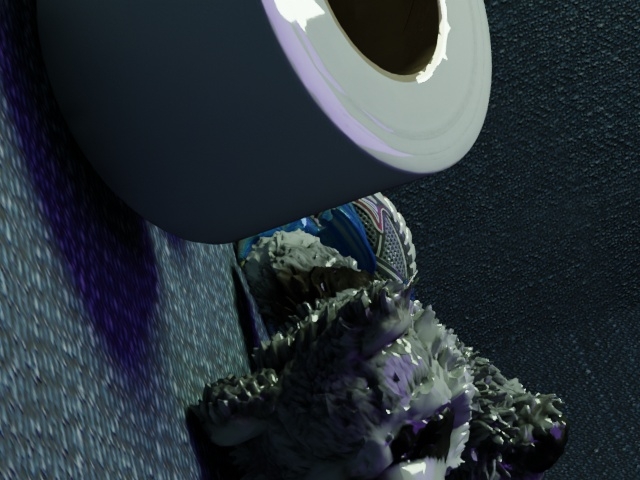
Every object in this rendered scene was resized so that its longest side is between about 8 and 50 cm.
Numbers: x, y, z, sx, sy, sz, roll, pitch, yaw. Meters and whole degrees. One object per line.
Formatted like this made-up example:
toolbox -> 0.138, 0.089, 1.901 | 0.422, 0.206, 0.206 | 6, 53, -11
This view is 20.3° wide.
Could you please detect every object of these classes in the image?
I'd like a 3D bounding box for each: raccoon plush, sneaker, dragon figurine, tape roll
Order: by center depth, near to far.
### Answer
tape roll -> -0.030, -0.134, 1.104 | 0.246, 0.169, 0.246 | 25, 57, -45
raccoon plush -> -0.024, 0.085, 1.318 | 0.446, 0.216, 0.299 | 35, -9, 45
dragon figurine -> 0.000, 0.000, 1.624 | 0.085, 0.144, 0.289 | -99, 169, -65
sneaker -> 0.050, 0.083, 1.888 | 0.112, 0.121, 0.299 | -61, 141, -77
